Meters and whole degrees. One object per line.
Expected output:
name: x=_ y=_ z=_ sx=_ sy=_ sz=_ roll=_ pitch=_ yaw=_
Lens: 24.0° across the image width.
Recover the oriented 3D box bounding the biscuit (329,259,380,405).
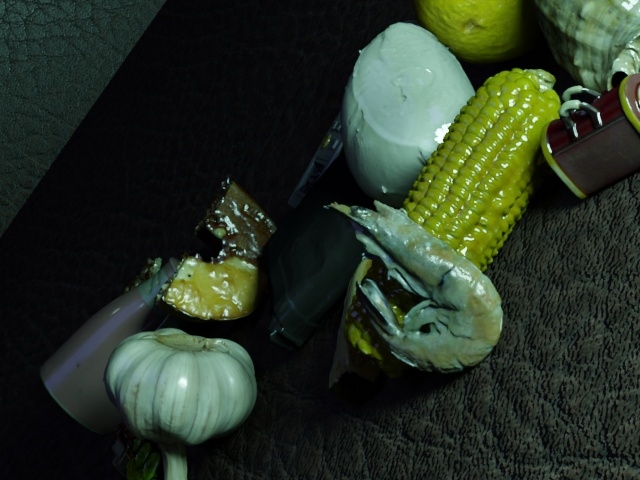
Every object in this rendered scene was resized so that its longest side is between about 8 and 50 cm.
biscuit: x=0.047 y=0.099 z=1.701 sx=0.188 sy=0.052 sz=0.056 roll=-76 pitch=13 yaw=-45

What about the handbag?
handbag: x=0.000 y=0.000 z=1.912 sx=0.223 sy=0.080 sz=0.247 roll=-47 pitch=21 yaw=19

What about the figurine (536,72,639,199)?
figurine: x=0.266 y=-0.108 z=1.483 sx=0.154 sy=0.098 sz=0.082 roll=-28 pitch=36 yaw=45

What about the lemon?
lemon: x=0.196 y=-0.302 z=1.777 sx=0.188 sy=0.188 sz=0.256 roll=-53 pitch=-13 yaw=4

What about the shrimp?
shrimp: x=0.082 y=0.045 z=1.512 sx=0.126 sy=0.223 sz=0.047 roll=-54 pitch=-15 yaw=14

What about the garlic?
garlic: x=-0.176 y=0.229 z=1.876 sx=0.199 sy=0.199 sz=0.226 roll=-151 pitch=64 yaw=-69

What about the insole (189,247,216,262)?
insole: x=-0.185 y=0.040 z=2.355 sx=0.064 sy=0.004 sz=0.188 roll=-59 pitch=21 yaw=-10

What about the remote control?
remote control: x=0.060 y=-0.169 z=2.093 sx=0.313 sy=0.055 sz=0.109 roll=-59 pitch=15 yaw=0

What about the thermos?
thermos: x=-0.268 y=0.148 z=2.186 sx=0.265 sy=0.146 sz=0.176 roll=-45 pitch=19 yaw=10

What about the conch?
conch: x=0.300 y=-0.293 z=1.605 sx=0.210 sy=0.159 sz=0.291 roll=-26 pitch=36 yaw=49

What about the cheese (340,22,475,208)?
cheese: x=0.101 y=-0.129 z=1.752 sx=0.189 sy=0.154 sz=0.198 roll=89 pitch=165 yaw=-59

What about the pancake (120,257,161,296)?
pancake: x=-0.350 y=0.126 z=2.506 sx=0.266 sy=0.057 sz=0.244 roll=-13 pitch=45 yaw=61

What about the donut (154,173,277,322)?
donut: x=-0.140 y=0.039 z=2.082 sx=0.217 sy=0.141 sz=0.085 roll=-58 pitch=10 yaw=-32

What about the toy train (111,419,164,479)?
toy train: x=-0.241 y=0.292 z=2.021 sx=0.085 sy=0.053 sz=0.249 roll=-60 pitch=20 yaw=0

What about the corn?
corn: x=0.145 y=-0.023 z=1.587 sx=0.363 sy=0.120 sz=0.120 roll=-60 pitch=21 yaw=-4
